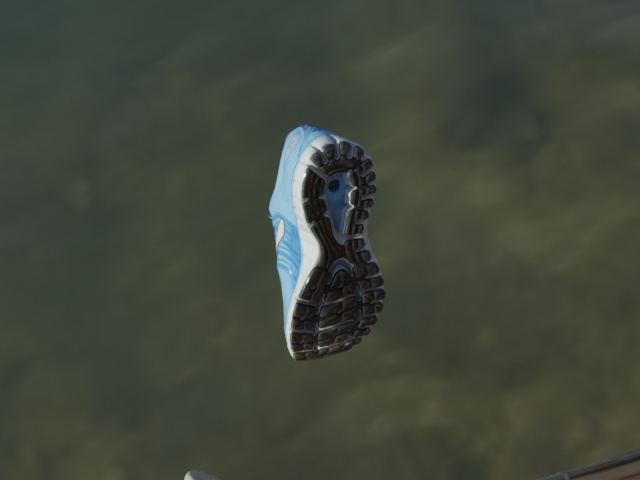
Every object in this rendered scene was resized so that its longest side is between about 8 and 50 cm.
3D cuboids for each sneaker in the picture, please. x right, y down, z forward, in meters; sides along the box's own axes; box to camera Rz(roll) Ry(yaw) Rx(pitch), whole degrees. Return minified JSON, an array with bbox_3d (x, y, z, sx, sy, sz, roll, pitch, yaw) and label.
[{"bbox_3d":[0.000,0.000,1.159,0.063,0.162,0.073,-7,29,-22],"label":"sneaker"}]

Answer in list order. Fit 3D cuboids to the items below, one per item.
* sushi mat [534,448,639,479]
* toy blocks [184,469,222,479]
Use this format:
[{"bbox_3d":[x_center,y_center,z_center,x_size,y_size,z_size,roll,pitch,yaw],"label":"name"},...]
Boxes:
[{"bbox_3d":[0.019,0.155,0.671,0.316,0.151,0.019,-6,41,-49],"label":"sushi mat"},{"bbox_3d":[-0.057,0.209,0.940,0.148,0.123,0.054,-55,6,5],"label":"toy blocks"}]
